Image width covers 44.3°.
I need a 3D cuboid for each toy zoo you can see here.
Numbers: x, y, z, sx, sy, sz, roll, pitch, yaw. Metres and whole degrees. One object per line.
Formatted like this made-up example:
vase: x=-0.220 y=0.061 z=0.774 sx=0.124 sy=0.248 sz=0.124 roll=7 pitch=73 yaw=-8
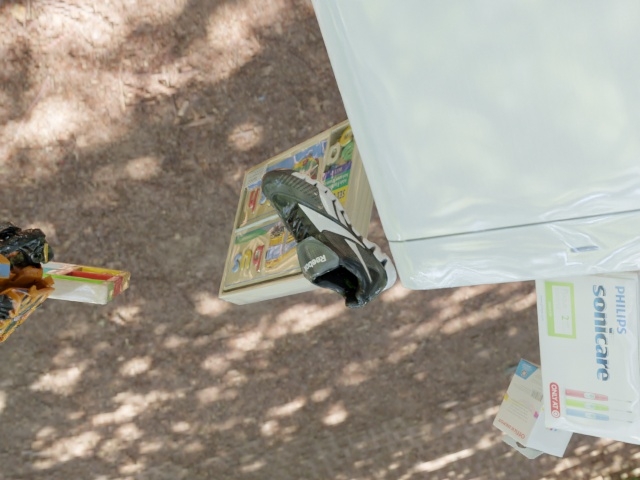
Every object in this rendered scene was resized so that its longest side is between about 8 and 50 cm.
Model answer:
toy zoo: x=-0.416 y=0.060 z=1.268 sx=0.192 sy=0.030 sz=0.293 roll=8 pitch=-178 yaw=-6

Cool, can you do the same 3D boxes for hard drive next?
hard drive: x=0.097 y=-0.150 z=0.382 sx=0.233 sy=0.353 sz=0.047 roll=-8 pitch=-162 yaw=34

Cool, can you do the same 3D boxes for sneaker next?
sneaker: x=0.000 y=0.000 z=1.056 sx=0.234 sy=0.106 sz=0.078 roll=46 pitch=130 yaw=-4

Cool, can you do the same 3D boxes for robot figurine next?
robot figurine: x=-0.430 y=0.068 z=0.925 sx=0.211 sy=0.085 sz=0.291 roll=-43 pitch=168 yaw=9

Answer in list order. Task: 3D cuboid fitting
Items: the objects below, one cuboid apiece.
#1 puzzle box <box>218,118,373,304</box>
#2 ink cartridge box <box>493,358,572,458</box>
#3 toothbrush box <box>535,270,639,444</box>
puzzle box: x=-0.045 y=-0.039 z=1.375 sx=0.052 sy=0.272 sz=0.409 roll=20 pitch=160 yaw=-29
ink cartridge box: x=0.369 y=0.290 z=1.327 sx=0.090 sy=0.092 sz=0.143 roll=22 pitch=93 yaw=-26
toothbrush box: x=0.382 y=0.092 z=0.991 sx=0.122 sy=0.206 sz=0.283 roll=2 pitch=-162 yaw=35
